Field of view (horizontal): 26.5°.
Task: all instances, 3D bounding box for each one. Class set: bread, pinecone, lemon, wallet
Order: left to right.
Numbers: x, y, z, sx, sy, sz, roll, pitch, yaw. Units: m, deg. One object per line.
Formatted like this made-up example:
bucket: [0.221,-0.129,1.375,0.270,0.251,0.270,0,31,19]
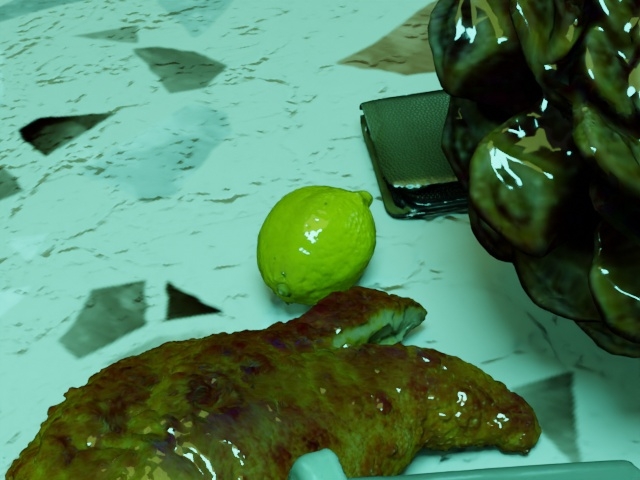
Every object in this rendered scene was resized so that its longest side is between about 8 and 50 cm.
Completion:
bread: [-0.027,0.089,0.633,0.269,0.095,0.139,-25,50,-29]
lemon: [0.000,0.000,0.762,0.065,0.065,0.092,19,50,28]
wallet: [0.130,-0.067,0.856,0.198,0.031,0.110,-8,39,-4]
pinecone: [0.180,-0.076,0.663,0.242,0.296,0.298,3,79,16]

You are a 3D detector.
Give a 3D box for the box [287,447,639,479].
box: [0.073,0.187,0.457,0.135,0.163,0.243,-5,36,-14]
